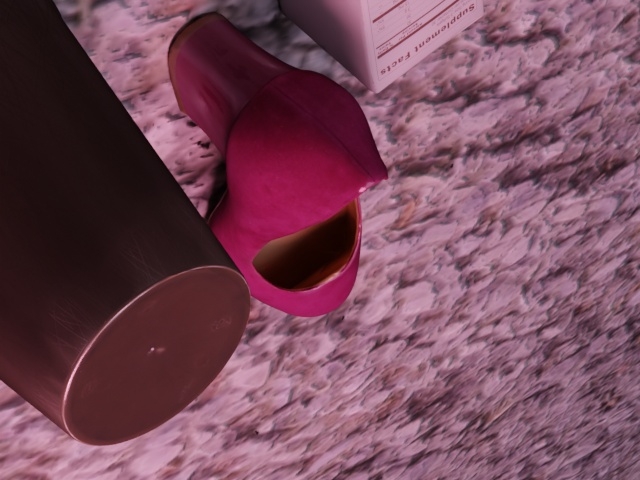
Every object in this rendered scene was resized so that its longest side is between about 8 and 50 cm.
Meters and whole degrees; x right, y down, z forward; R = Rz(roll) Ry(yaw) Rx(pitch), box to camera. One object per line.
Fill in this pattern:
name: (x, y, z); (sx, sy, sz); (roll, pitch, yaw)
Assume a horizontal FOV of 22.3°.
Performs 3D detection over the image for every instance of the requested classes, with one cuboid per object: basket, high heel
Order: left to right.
basket: (-0.159, -0.002, 0.928); (0.204, 0.227, 0.154); (-53, 150, 12)
high heel: (0.000, 0.000, 1.184); (0.127, 0.181, 0.377); (-43, 151, -7)

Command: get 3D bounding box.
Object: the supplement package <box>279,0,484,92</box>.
supplement package: (0.033, -0.205, 1.053); (0.105, 0.105, 0.179); (-37, 150, -16)
